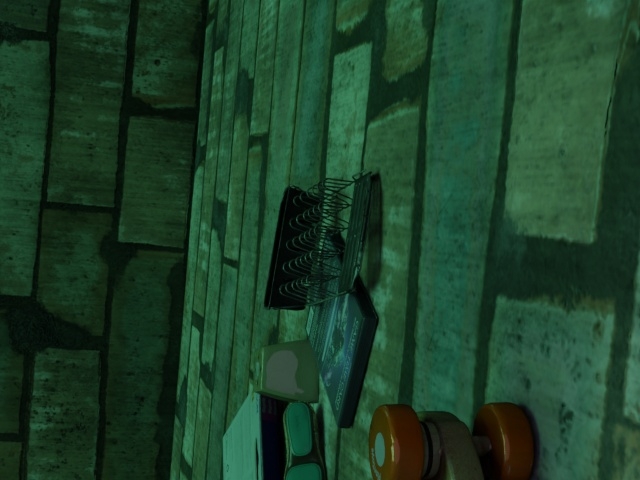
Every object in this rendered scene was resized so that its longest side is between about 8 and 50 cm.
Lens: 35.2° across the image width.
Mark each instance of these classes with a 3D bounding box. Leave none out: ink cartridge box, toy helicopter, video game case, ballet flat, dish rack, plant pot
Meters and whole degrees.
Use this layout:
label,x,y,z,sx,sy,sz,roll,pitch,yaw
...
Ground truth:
label,x,y,z,sx,sy,sz,roll,pitch,yaw
ink cartridge box,-0.123,0.473,1.958,0.330,0.071,0.324,120,151,-53
toy helicopter,0.121,0.336,0.948,0.235,0.140,0.355,111,156,-52
video game case,0.027,0.131,1.573,0.274,0.026,0.196,-114,32,-59
ballet flat,-0.023,0.366,1.646,0.067,0.073,0.206,64,-156,-62
dish rack,0.000,0.000,1.542,0.271,0.074,0.208,156,124,-67
plant pot,-0.062,0.225,1.741,0.109,0.096,0.109,148,125,-71
